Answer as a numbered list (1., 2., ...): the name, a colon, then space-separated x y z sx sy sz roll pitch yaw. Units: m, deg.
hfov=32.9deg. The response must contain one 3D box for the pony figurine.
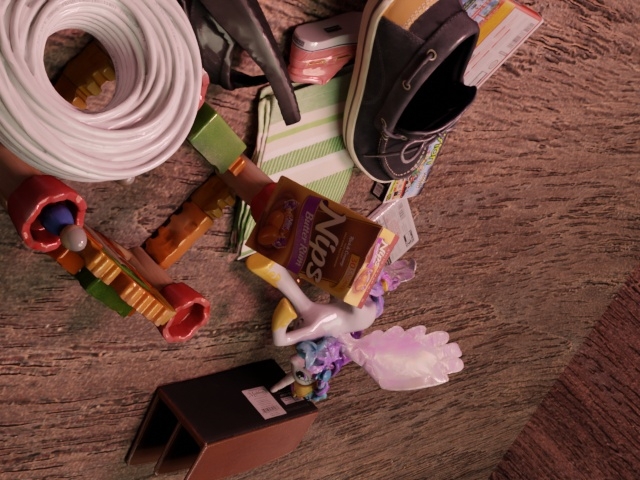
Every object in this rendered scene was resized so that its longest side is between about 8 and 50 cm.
1. pony figurine: 0.052 0.132 1.959 0.350 0.303 0.363 -20 138 -8

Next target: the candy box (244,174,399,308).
1. candy box: 0.000 0.000 1.423 0.053 0.186 0.109 28 90 -56

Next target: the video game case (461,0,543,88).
1. video game case: 0.246 -0.340 1.847 0.204 0.025 0.285 -45 153 23

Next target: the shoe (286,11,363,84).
1. shoe: 0.024 -0.289 1.634 0.178 0.063 0.081 -19 144 -35

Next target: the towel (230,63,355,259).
1. towel: -0.029 -0.131 1.775 0.247 0.038 0.325 -22 140 -38

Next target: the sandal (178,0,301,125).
1. sandal: -0.140 -0.296 1.353 0.107 0.168 0.446 -23 143 8

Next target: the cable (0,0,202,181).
1. cable: -0.251 -0.185 1.142 0.257 0.257 0.089 7 166 -35

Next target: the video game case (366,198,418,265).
1. video game case: 0.113 0.005 2.131 0.173 0.022 0.190 -42 151 -10

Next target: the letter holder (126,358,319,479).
1. letter holder: -0.189 0.375 2.053 0.301 0.152 0.214 -7 133 -49

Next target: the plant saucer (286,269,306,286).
1. plant saucer: -0.044 0.056 1.994 0.083 0.015 0.083 -32 147 -24

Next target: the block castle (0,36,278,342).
1. block castle: -0.213 -0.050 1.454 0.303 0.213 0.453 -45 151 -3

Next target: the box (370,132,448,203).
1. box: 0.174 -0.169 1.988 0.114 0.036 0.207 -15 137 -44

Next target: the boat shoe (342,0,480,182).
1. boat shoe: 0.147 -0.217 1.687 0.187 0.156 0.500 -41 161 -20
